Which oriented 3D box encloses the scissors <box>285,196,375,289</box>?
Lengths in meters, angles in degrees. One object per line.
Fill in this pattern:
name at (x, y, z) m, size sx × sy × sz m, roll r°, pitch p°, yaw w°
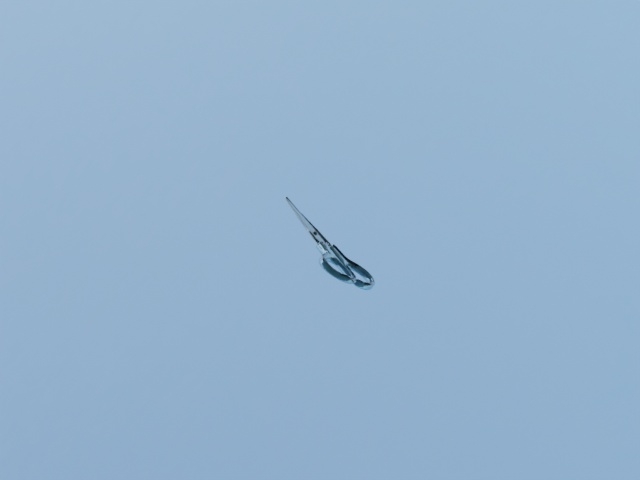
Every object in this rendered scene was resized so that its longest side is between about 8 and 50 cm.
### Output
scissors at (0.000, 0.000, 0.993) m, size 0.036 × 0.006 × 0.083 m, roll 17°, pitch -157°, yaw -42°
